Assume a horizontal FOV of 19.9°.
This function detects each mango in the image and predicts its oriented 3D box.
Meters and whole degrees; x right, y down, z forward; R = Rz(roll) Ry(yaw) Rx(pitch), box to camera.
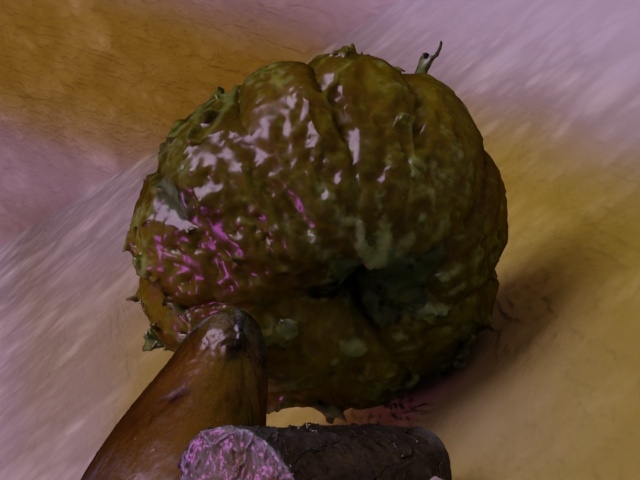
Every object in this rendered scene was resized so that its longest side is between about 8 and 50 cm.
[{"bbox_3d":[-0.105,0.194,1.239,0.193,0.146,0.316,-37,36,57],"label":"mango"}]

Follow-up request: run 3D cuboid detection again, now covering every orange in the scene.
[{"bbox_3d":[0.000,0.000,1.391,0.301,0.300,0.223,1,28,-16],"label":"orange"}]

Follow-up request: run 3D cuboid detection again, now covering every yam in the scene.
[{"bbox_3d":[0.007,0.163,1.154,0.183,0.107,0.107,3,-24,-47],"label":"yam"}]

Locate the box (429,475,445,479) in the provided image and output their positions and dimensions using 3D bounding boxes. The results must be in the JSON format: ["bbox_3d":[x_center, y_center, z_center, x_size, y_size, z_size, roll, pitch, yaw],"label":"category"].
[{"bbox_3d":[0.025,0.251,1.015,0.260,0.062,0.175,-42,14,-14],"label":"box"}]
